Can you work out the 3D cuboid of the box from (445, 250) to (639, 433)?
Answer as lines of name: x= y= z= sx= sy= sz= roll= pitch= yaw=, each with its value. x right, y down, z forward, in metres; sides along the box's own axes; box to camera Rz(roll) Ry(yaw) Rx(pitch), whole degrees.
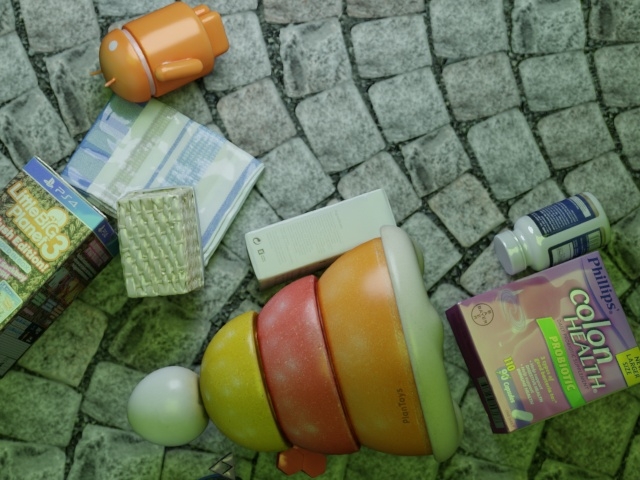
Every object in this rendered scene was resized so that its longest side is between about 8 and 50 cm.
box: x=0.352 y=0.162 z=1.738 sx=0.243 sy=0.117 sz=0.214 roll=-19 pitch=82 yaw=-7

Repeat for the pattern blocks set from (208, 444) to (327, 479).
pattern blocks set: x=-0.077 y=0.470 z=1.669 sx=0.285 sy=0.026 sz=0.325 roll=-18 pitch=91 yaw=-20

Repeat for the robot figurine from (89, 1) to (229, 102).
robot figurine: x=-0.257 y=-0.299 z=1.769 sx=0.219 sy=0.128 sz=0.158 roll=-28 pitch=74 yaw=-16

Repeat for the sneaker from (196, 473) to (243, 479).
sneaker: x=-0.214 y=0.415 z=1.677 sx=0.221 sy=0.087 sz=0.083 roll=-20 pitch=83 yaw=-6

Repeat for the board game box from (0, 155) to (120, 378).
board game box: x=-0.452 y=0.048 z=1.654 sx=0.141 sy=0.232 sz=0.291 roll=41 pitch=80 yaw=4

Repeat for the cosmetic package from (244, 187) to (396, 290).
cosmetic package: x=0.000 y=0.000 z=1.748 sx=0.231 sy=0.117 sz=0.086 roll=-18 pitch=82 yaw=-5

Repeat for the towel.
towel: x=-0.255 y=-0.108 z=1.793 sx=0.285 sy=0.034 sz=0.209 roll=32 pitch=79 yaw=3

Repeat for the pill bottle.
pill bottle: x=0.369 y=-0.007 z=1.780 sx=0.169 sy=0.094 sz=0.094 roll=-21 pitch=82 yaw=-7

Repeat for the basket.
basket: x=-0.248 y=0.003 z=1.705 sx=0.113 sy=0.103 sz=0.167 roll=-5 pitch=95 yaw=6

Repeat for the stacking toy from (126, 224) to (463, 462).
stacking toy: x=-0.055 y=0.191 z=1.621 sx=0.479 sy=0.350 sz=0.351 roll=-13 pitch=81 yaw=3
